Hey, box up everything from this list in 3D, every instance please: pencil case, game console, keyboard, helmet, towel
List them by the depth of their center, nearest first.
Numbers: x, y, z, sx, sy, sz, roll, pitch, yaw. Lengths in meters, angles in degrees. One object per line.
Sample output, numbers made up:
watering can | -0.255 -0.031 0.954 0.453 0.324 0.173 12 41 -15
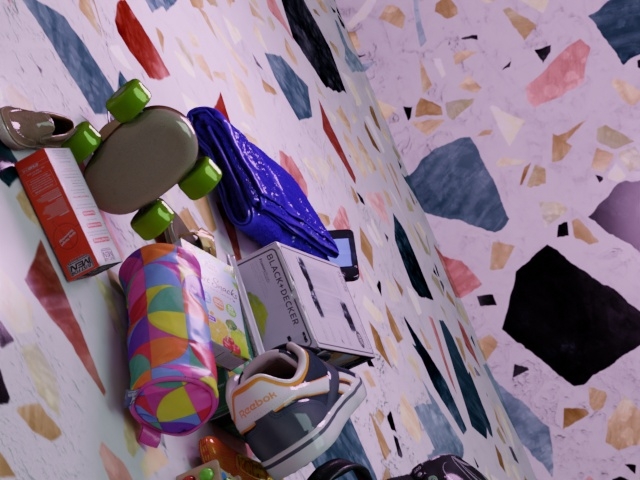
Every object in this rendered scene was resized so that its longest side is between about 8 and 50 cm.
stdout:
pencil case | -0.171 0.108 1.584 0.104 0.104 0.236 53 17 -38
keyboard | -0.090 0.142 1.952 0.072 0.014 0.256 103 -28 -63
towel | -0.081 -0.075 2.247 0.228 0.076 0.308 65 12 26
helmet | 0.216 0.439 2.295 0.161 0.169 0.169 55 5 38
game console | 0.000 0.000 2.448 0.144 0.124 0.085 -96 -178 -54

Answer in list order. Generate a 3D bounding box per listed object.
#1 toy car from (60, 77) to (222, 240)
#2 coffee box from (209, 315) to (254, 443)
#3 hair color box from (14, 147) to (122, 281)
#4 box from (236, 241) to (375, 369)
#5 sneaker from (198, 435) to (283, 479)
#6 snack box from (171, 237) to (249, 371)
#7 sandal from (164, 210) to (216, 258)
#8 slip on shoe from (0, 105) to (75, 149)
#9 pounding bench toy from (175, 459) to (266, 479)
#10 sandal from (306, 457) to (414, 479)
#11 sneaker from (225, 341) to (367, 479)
toy car | -0.220 -0.115 1.745 0.155 0.149 0.188 48 7 -20
coffee box | -0.118 0.156 1.808 0.113 0.040 0.184 43 26 -56
hair color box | -0.273 -0.029 1.561 0.141 0.043 0.072 64 14 3
box | -0.024 0.109 2.144 0.169 0.087 0.290 68 14 13
sneaker | -0.084 0.272 1.673 0.175 0.067 0.064 49 22 -43
snack box | -0.139 0.078 1.742 0.100 0.037 0.141 34 33 -44
sandal | -0.153 0.018 1.905 0.180 0.049 0.072 53 18 -40
slip on shoe | -0.314 -0.125 1.582 0.051 0.041 0.135 67 14 12
pounding bench toy | -0.105 0.271 1.559 0.065 0.083 0.052 48 21 -51
sandal | 0.027 0.351 1.839 0.107 0.167 0.446 41 1 14
sneaker | -0.029 0.182 1.745 0.127 0.126 0.321 55 8 0
